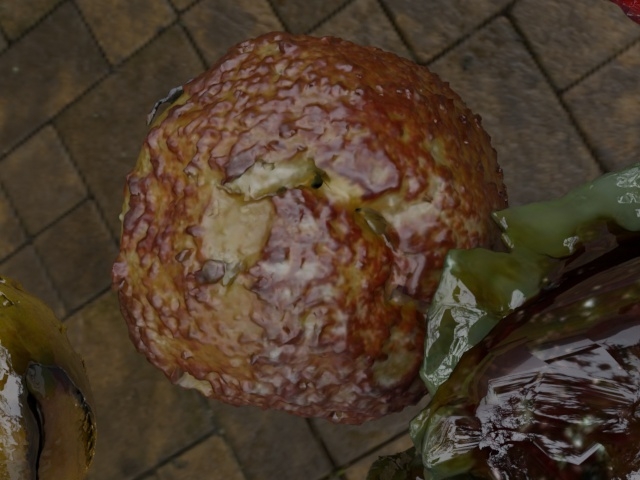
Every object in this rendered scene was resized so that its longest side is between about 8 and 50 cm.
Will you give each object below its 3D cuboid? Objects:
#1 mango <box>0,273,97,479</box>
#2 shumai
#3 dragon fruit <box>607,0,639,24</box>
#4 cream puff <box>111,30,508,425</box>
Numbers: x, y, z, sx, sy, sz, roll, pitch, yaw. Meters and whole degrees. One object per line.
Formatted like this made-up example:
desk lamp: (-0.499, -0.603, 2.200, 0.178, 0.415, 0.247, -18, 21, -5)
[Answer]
mango: (-0.255, 0.124, 0.979, 0.156, 0.248, 0.151, -14, 46, -11)
shumai: (0.191, 0.116, 0.627, 0.330, 0.292, 0.288, 45, 110, 41)
dragon fruit: (0.251, -0.269, 0.620, 0.371, 0.249, 0.386, 23, 97, 21)
cream puff: (0.000, -0.001, 0.729, 0.240, 0.164, 0.240, -5, 113, -12)
